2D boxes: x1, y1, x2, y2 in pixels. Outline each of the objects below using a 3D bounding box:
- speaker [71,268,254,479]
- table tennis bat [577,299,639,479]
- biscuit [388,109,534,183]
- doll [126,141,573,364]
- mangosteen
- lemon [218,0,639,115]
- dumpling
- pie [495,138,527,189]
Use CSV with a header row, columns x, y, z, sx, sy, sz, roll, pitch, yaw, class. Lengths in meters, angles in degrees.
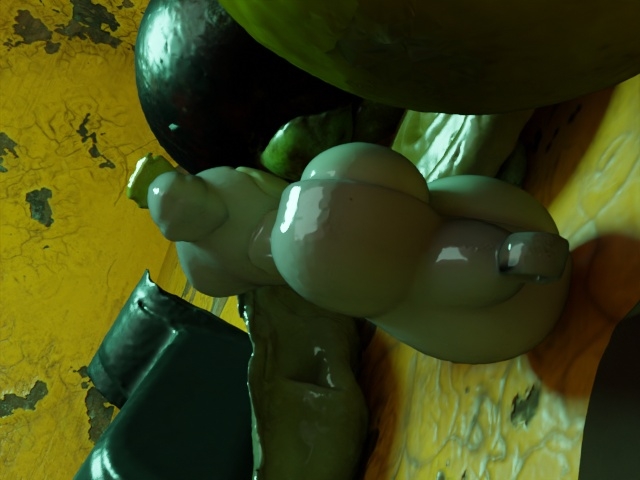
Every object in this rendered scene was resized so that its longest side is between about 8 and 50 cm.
x,y,z,sx,sy,sz,roll,pitch,yaw,class
-0.153,0.176,0.757,0.180,0.184,0.388,-58,4,12,speaker
0.145,0.035,0.312,0.154,0.021,0.274,137,150,-61,table tennis bat
0.099,-0.103,0.612,0.261,0.037,0.262,-60,10,17,biscuit
0.000,0.001,0.503,0.365,0.160,0.094,4,73,57,doll
-0.038,-0.162,0.848,0.288,0.288,0.287,-158,90,-77,mangosteen
0.067,-0.198,0.391,0.297,0.297,0.297,-158,90,-77,lemon
-0.009,0.093,0.679,0.332,0.086,0.166,-93,-4,-60,dumpling
0.105,-0.032,0.565,0.084,0.020,0.084,-60,16,29,pie
